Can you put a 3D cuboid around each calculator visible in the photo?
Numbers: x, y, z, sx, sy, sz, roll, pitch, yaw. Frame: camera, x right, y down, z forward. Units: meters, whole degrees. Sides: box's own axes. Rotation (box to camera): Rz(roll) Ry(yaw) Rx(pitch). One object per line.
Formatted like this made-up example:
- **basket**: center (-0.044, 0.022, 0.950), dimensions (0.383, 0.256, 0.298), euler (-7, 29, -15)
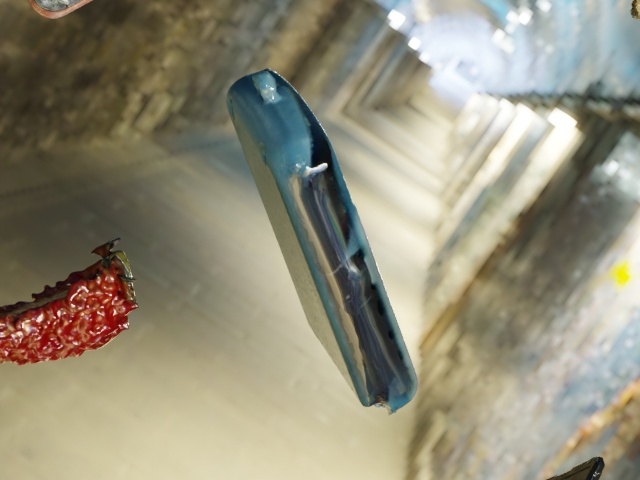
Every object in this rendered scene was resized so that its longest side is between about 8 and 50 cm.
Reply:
- **calculator**: center (0.000, 0.000, 1.308), dimensions (0.173, 0.051, 0.293), euler (-124, -168, -59)

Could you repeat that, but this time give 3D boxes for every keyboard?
- **keyboard**: center (0.283, 0.330, 2.160), dimensions (0.016, 0.106, 0.262), euler (33, -21, -2)

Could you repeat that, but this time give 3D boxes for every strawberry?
- **strawberry**: center (-0.271, 0.082, 1.735), dimensions (0.167, 0.208, 0.087), euler (-123, -171, -80)

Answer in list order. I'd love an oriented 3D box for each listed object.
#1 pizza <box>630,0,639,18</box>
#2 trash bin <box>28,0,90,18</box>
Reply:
- **pizza**: center (0.489, -0.333, 2.307), dimensions (0.246, 0.058, 0.127), euler (-15, 16, -34)
- **trash bin**: center (-0.256, -0.341, 1.738), dimensions (0.184, 0.161, 0.238), euler (63, -3, -18)
